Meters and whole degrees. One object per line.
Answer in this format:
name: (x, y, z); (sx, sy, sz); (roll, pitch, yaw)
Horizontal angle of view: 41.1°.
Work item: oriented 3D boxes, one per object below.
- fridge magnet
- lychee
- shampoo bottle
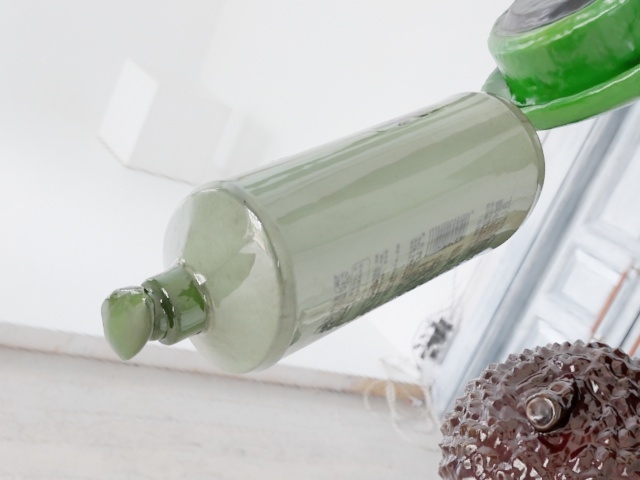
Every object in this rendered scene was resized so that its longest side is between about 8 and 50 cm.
fridge magnet: (0.197, -0.147, 0.574); (0.088, 0.208, 0.208); (53, 6, -18)
lychee: (0.281, 0.264, 0.964); (0.306, 0.306, 0.330); (41, -21, 47)
shampoo bottle: (0.000, 0.000, 0.417); (0.234, 0.118, 0.087); (-24, 77, -36)
